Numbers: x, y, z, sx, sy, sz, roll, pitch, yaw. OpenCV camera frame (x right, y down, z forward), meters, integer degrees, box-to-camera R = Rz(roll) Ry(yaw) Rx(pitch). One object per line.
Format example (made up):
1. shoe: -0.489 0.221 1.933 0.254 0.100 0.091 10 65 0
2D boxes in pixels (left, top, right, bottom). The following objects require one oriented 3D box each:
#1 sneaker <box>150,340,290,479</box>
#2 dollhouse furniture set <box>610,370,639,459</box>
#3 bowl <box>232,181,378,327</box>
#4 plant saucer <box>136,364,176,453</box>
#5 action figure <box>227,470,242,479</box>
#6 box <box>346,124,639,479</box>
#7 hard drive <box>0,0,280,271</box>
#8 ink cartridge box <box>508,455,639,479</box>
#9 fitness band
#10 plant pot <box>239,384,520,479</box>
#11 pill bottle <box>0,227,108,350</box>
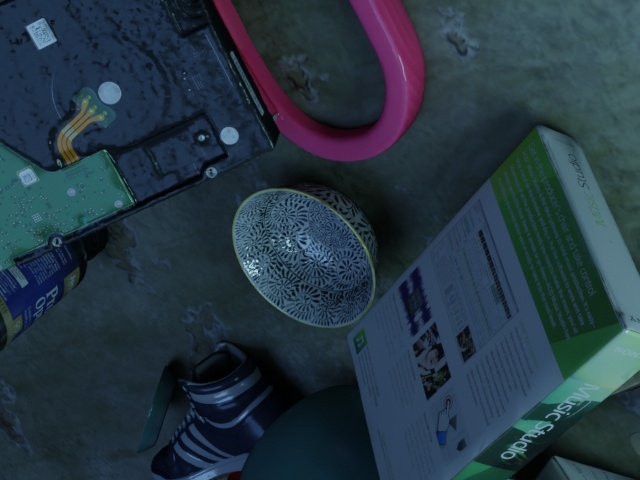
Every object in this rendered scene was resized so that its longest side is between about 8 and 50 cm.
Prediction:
1. sneaker: -0.148 0.224 1.469 0.282 0.099 0.153 -22 106 43
2. dollhouse furniture set: 0.349 0.118 1.037 0.129 0.129 0.184 -36 68 45
3. bowl: 0.000 0.000 1.205 0.170 0.080 0.170 20 132 24
4. plant saucer: -0.211 0.223 1.508 0.021 0.119 0.119 18 134 -3
5. action figure: -0.074 0.367 1.477 0.139 0.091 0.280 3 154 31
6. box: 0.147 0.088 1.035 0.058 0.232 0.322 15 133 -28
7. hard drive: -0.240 -0.128 1.112 0.339 0.064 0.237 -24 108 13
8. ink cartridge box: 0.177 0.348 1.178 0.261 0.066 0.296 19 113 -25
9. fitness band: -0.022 -0.202 1.088 0.209 0.054 0.291 -15 113 42
10. plant pot: 0.049 0.300 1.259 0.235 0.293 0.293 42 141 34
11. pill bottle: -0.360 0.033 1.390 0.123 0.219 0.123 20 132 24
